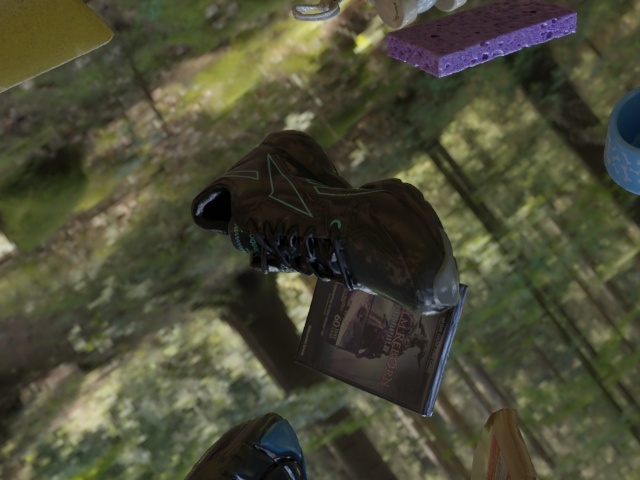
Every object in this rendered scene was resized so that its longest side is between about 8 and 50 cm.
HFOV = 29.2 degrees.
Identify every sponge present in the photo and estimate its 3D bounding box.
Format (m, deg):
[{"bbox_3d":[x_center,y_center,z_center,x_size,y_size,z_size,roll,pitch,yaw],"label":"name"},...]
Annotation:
[{"bbox_3d":[0.197,-0.254,1.502,0.210,0.117,0.031,-20,119,-24],"label":"sponge"}]

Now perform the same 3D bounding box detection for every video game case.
[{"bbox_3d":[0.084,0.126,1.822,0.026,0.274,0.196,14,92,-44],"label":"video game case"}]

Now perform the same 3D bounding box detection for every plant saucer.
[{"bbox_3d":[-0.445,-0.233,1.278,0.333,0.333,0.081,-34,137,-36],"label":"plant saucer"}]

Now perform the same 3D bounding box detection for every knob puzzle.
[{"bbox_3d":[0.159,0.234,1.059,0.030,0.213,0.213,5,160,-3],"label":"knob puzzle"}]

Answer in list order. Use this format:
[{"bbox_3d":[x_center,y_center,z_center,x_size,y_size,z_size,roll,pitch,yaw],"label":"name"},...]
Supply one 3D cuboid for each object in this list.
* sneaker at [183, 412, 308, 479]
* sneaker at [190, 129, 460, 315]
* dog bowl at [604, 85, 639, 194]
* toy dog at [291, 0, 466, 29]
[{"bbox_3d":[-0.125,0.243,0.843,0.140,0.125,0.341,1,-144,34],"label":"sneaker"},{"bbox_3d":[0.000,0.000,0.906,0.106,0.267,0.101,-25,120,-23],"label":"sneaker"},{"bbox_3d":[0.529,-0.149,1.658,0.297,0.166,0.074,-3,143,21],"label":"dog bowl"},{"bbox_3d":[0.108,-0.500,2.248,0.220,0.334,0.161,-41,133,-45],"label":"toy dog"}]
